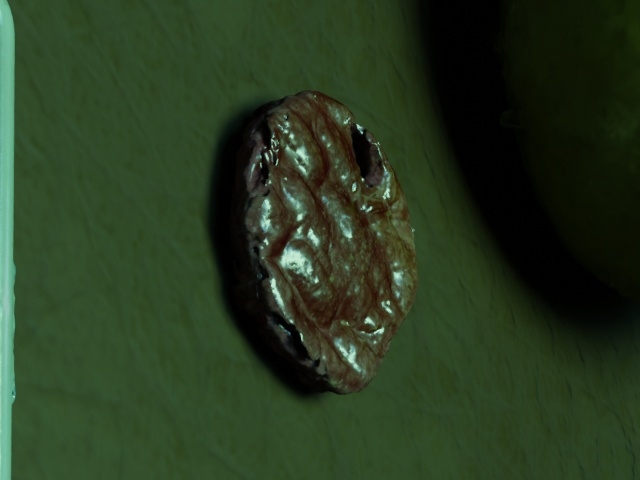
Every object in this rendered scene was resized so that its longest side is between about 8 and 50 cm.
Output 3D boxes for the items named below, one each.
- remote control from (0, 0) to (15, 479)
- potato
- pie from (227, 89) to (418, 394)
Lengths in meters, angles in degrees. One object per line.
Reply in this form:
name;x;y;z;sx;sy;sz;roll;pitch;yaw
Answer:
remote control;-0.157;0.050;0.537;0.128;0.065;0.335;26;56;-55
potato;0.274;-0.115;1.122;0.385;0.319;0.442;43;30;26
pie;0.000;0.000;0.846;0.153;0.038;0.153;24;60;-51
